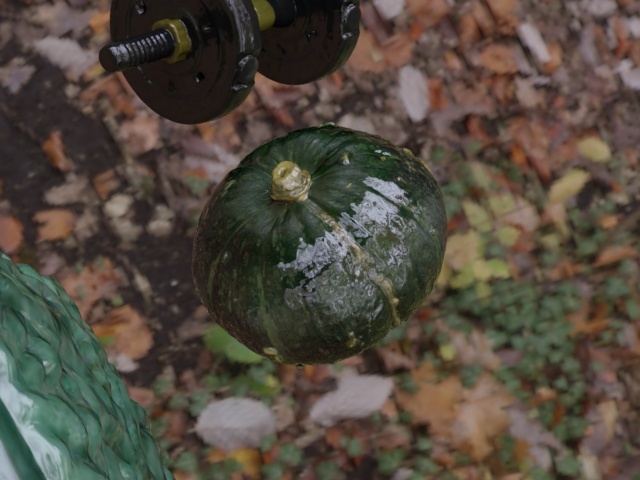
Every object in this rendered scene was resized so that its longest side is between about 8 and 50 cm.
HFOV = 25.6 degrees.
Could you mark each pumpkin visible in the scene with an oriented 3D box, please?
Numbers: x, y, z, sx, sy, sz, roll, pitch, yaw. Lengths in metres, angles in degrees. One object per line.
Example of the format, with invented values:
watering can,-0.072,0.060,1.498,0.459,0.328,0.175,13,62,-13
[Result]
pumpkin,-0.001,0.001,1.015,0.190,0.190,0.146,-45,135,-47

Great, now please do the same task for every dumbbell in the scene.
dumbbell,-0.068,-0.186,1.188,0.325,0.143,0.143,-28,94,-49

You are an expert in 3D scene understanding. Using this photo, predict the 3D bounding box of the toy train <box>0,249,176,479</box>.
toy train,-0.173,0.096,0.435,0.167,0.238,0.299,59,-4,9
